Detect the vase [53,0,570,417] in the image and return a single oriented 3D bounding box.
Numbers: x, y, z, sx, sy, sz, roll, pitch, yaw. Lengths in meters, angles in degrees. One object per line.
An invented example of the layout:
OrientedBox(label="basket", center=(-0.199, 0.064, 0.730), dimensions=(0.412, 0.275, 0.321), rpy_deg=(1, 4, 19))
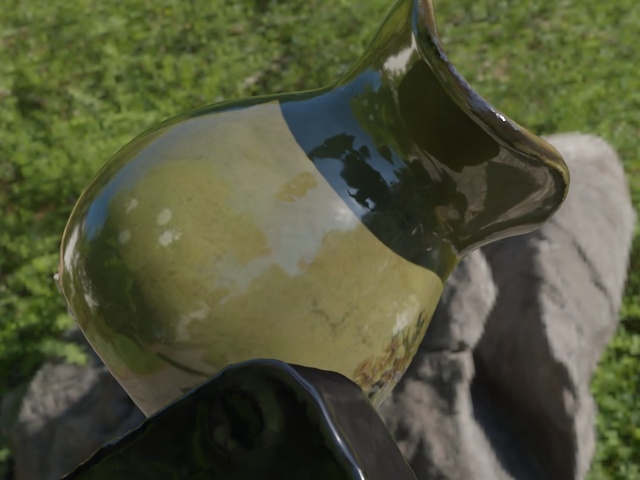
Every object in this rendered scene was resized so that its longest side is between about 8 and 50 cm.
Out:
OrientedBox(label="vase", center=(0.000, 0.000, 0.959), dimensions=(0.302, 0.241, 0.329), rpy_deg=(-38, -11, 1))

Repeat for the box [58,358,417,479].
OrientedBox(label="box", center=(-0.002, 0.226, 0.388), dimensions=(0.211, 0.350, 0.058), rpy_deg=(-37, -21, 17))
